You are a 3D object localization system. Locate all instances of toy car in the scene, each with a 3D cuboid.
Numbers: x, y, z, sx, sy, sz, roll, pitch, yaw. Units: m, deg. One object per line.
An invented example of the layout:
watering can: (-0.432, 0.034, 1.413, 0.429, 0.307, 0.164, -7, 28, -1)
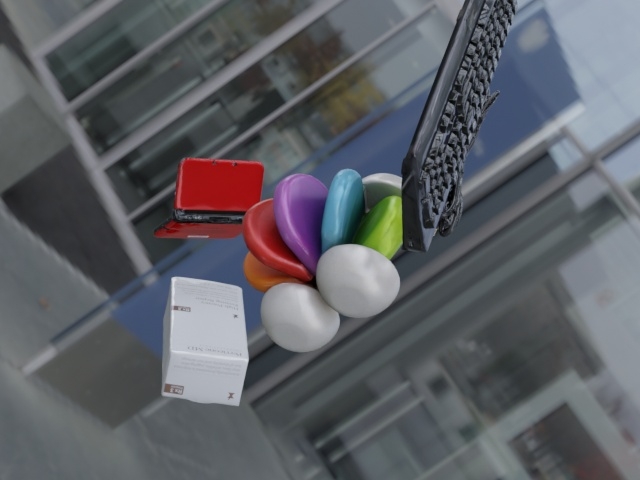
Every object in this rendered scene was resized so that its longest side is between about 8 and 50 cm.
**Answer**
toy car: (0.000, 0.000, 1.201, 0.136, 0.182, 0.159, 43, 41, -16)

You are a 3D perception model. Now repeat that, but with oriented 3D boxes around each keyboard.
keyboard: (0.127, -0.125, 1.093, 0.033, 0.317, 0.201, 16, -29, 13)

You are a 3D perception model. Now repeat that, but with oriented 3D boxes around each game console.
game console: (-0.167, -0.060, 1.932, 0.144, 0.124, 0.085, 1, 71, -33)

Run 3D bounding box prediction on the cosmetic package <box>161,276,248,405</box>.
cosmetic package: (-0.173, 0.146, 1.927, 0.117, 0.085, 0.231, 8, 23, -11)
